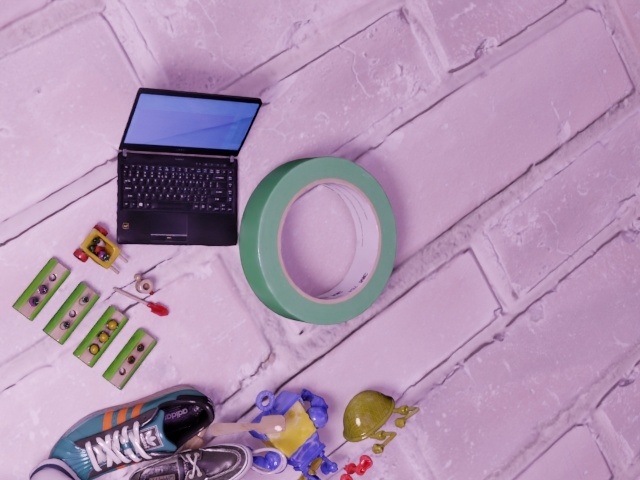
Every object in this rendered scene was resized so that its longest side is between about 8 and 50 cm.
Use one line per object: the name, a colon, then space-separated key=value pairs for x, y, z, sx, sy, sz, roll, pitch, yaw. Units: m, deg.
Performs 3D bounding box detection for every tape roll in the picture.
tape roll: x=0.000 y=0.000 z=1.944 sx=0.321 sy=0.077 sz=0.321 roll=-1 pitch=93 yaw=-33

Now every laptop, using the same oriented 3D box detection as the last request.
laptop: x=-0.234 y=-0.124 z=1.817 sx=0.234 sy=0.136 sz=0.264 roll=1 pitch=88 yaw=-26

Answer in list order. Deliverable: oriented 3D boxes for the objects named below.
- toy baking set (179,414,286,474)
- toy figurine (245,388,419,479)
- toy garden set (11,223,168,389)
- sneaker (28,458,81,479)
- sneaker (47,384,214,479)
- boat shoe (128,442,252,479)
toy baking set: x=-0.169 y=0.411 z=1.828 sx=0.197 sy=0.030 sz=0.256 roll=22 pitch=78 yaw=21
toy figurine: x=-0.022 y=0.347 z=1.893 sx=0.362 sy=0.191 sz=0.217 roll=-43 pitch=102 yaw=-22
toy garden set: x=-0.378 y=0.112 z=1.787 sx=0.244 sy=0.049 sz=0.204 roll=42 pitch=72 yaw=-20
sneaker: x=-0.394 y=0.467 z=1.699 sx=0.235 sy=0.095 sz=0.090 roll=40 pitch=94 yaw=-23
sneaker: x=-0.325 y=0.338 z=1.768 sx=0.302 sy=0.121 sz=0.108 roll=-24 pitch=100 yaw=-24
boat shoe: x=-0.228 y=0.408 z=1.786 sx=0.219 sy=0.070 sz=0.077 roll=-17 pitch=67 yaw=4
